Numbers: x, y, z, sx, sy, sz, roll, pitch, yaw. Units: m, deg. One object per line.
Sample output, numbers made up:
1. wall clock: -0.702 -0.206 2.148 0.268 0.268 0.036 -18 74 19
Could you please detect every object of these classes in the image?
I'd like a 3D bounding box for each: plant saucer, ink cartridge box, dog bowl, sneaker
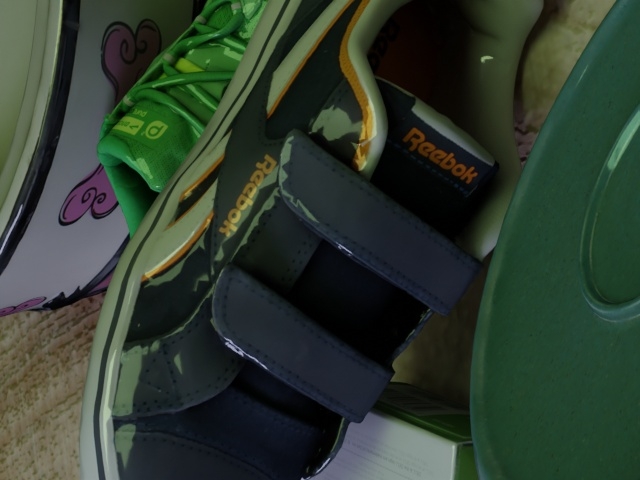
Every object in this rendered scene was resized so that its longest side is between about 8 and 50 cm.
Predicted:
1. plant saucer: 0.132 -0.014 0.564 0.318 0.043 0.318 -58 17 30
2. ink cartridge box: 0.036 0.180 0.775 0.109 0.062 0.209 17 100 52
3. dog bowl: -0.200 -0.138 1.028 0.408 0.150 0.408 -5 84 51
4. sneaker: 0.000 0.000 0.729 0.127 0.126 0.321 5 70 50
5. sneaker: -0.047 -0.065 0.849 0.109 0.123 0.296 13 97 52
